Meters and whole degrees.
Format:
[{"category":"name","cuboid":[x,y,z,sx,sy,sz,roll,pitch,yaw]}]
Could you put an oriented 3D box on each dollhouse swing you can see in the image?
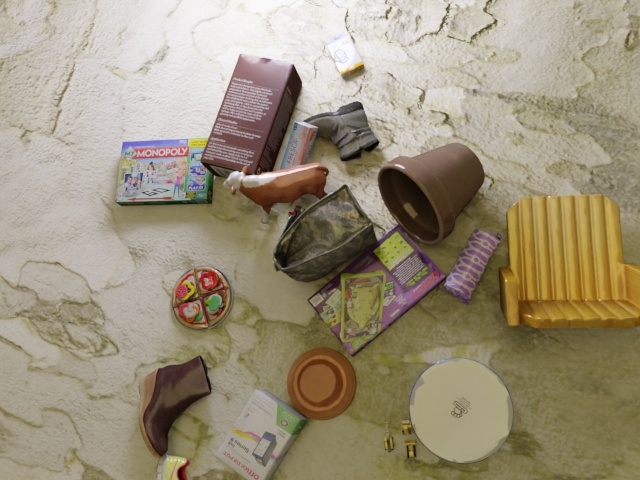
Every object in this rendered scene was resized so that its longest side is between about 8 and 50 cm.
[{"category":"dollhouse swing","cuboid":[0.641,0.040,1.573,0.346,0.315,0.305,-1,95,12]}]

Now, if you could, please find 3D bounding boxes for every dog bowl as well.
[{"category":"dog bowl","cuboid":[0.362,0.440,1.605,0.264,0.104,0.265,-3,74,11]}]

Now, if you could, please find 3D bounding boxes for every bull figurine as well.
[{"category":"bull figurine","cuboid":[-0.123,-0.147,1.807,0.310,0.188,0.101,-8,58,4]}]

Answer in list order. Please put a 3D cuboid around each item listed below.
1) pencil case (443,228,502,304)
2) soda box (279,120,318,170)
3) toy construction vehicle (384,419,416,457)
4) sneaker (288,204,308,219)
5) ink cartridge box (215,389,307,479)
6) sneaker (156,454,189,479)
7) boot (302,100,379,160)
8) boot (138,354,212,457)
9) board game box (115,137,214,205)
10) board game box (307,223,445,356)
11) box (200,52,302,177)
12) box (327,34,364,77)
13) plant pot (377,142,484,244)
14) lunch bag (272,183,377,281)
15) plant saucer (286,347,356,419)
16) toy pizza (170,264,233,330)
[{"category":"pencil case","cuboid":[0.422,0.066,1.710,0.206,0.088,0.086,-57,32,-7]},{"category":"soda box","cuboid":[-0.069,-0.266,1.873,0.063,0.058,0.183,25,108,16]},{"category":"toy construction vehicle","cuboid":[0.212,0.530,1.647,0.085,0.035,0.098,-4,74,10]},{"category":"sneaker","cuboid":[-0.072,-0.065,1.829,0.057,0.119,0.047,26,52,-7]},{"category":"ink cartridge box","cuboid":[-0.161,0.540,1.692,0.154,0.093,0.212,31,85,17]},{"category":"sneaker","cuboid":[-0.402,0.699,1.704,0.094,0.081,0.209,-6,73,8]},{"category":"boot","cuboid":[0.045,-0.314,1.893,0.246,0.083,0.161,-20,78,7]},{"category":"boot","cuboid":[-0.408,0.468,1.755,0.206,0.090,0.249,-21,63,6]},{"category":"board game box","cuboid":[-0.499,-0.221,1.995,0.317,0.046,0.214,-1,76,11]},{"category":"board game box","cuboid":[0.159,0.140,1.761,0.346,0.056,0.208,-39,67,-1]},{"category":"box","cuboid":[-0.212,-0.374,1.930,0.191,0.143,0.382,16,80,16]},{"category":"box","cuboid":[0.078,-0.598,1.989,0.081,0.028,0.136,-24,69,4]},{"category":"plant pot","cuboid":[0.328,-0.154,1.719,0.229,0.263,0.263,-34,70,-16]},{"category":"lunch bag","cuboid":[0.000,0.000,1.730,0.287,0.235,0.169,-34,75,1]},{"category":"plant saucer","cuboid":[0.000,0.399,1.726,0.199,0.037,0.200,-3,75,10]},{"category":"toy pizza","cuboid":[-0.363,0.171,1.865,0.201,0.032,0.201,-3,74,11]}]
